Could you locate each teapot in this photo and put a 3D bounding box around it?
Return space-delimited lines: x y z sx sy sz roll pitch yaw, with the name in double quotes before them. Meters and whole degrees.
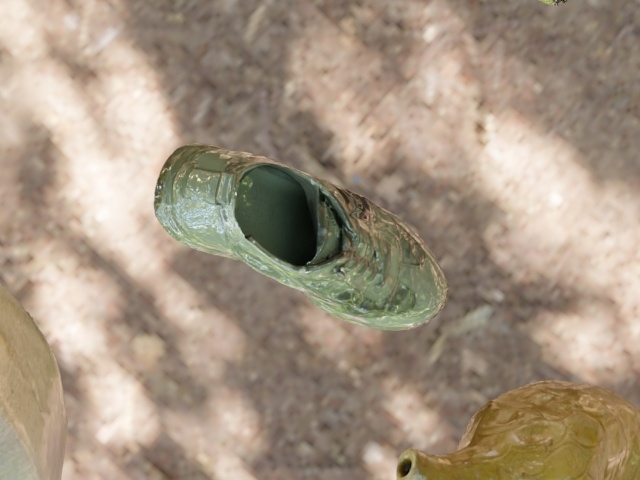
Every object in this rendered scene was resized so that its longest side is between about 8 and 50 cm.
"teapot" 0.155 0.211 1.376 0.167 0.203 0.311 -8 150 32

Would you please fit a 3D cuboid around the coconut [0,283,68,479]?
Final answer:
"coconut" -0.251 0.128 1.082 0.224 0.234 0.224 -3 125 -5

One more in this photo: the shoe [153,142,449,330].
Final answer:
"shoe" 0.000 0.000 1.556 0.275 0.103 0.098 21 172 -30

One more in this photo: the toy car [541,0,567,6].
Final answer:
"toy car" 0.226 -0.398 2.051 0.166 0.198 0.314 36 178 36
